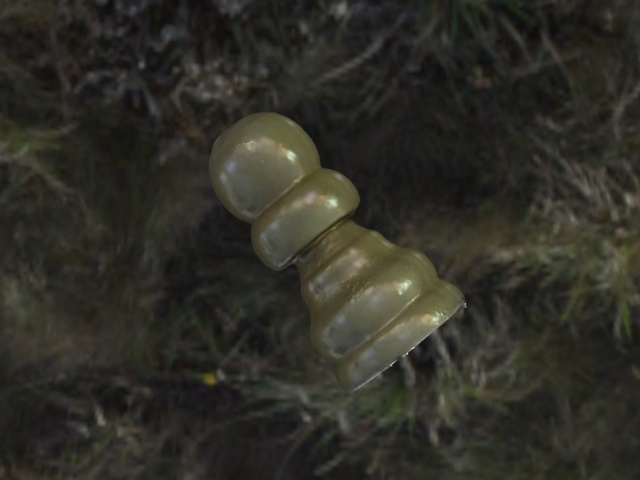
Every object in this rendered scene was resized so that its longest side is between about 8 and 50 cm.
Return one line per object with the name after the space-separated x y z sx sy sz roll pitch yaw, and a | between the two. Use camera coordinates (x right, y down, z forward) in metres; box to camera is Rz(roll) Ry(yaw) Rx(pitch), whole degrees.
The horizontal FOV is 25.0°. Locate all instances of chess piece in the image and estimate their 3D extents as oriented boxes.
0.000 0.000 1.302 0.261 0.143 0.143 50 121 5 | chess piece
